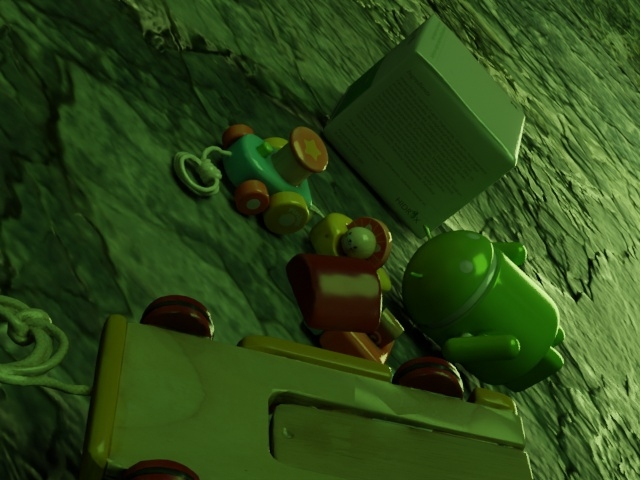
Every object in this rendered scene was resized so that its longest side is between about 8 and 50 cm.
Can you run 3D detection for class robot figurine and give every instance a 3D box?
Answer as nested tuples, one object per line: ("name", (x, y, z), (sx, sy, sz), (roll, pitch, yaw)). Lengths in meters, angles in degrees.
("robot figurine", (0.096, 0.040, 0.909), (0.115, 0.067, 0.101), (42, 37, -21))

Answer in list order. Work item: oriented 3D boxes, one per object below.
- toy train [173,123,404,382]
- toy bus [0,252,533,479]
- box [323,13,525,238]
("toy train", (0.000, 0.000, 0.818), (0.166, 0.046, 0.125), (51, 22, -1))
("toy bus", (-0.021, 0.099, 0.555), (0.202, 0.104, 0.191), (41, 38, 26))
("box", (0.071, -0.077, 1.012), (0.102, 0.087, 0.101), (48, 23, -9))
